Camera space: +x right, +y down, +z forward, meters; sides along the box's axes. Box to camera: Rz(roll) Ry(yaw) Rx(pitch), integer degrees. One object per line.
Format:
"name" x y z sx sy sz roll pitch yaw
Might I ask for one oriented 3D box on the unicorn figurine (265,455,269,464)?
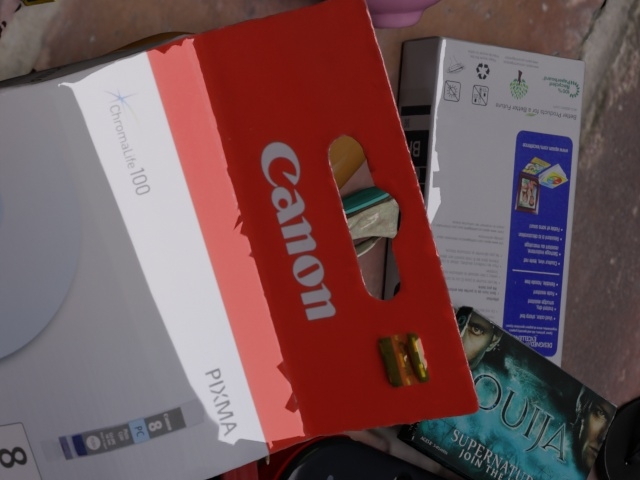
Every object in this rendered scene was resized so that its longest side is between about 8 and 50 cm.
"unicorn figurine" -0.013 0.113 1.563 0.111 0.060 0.162 10 70 -32

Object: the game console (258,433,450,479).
"game console" 0.038 0.381 1.600 0.342 0.060 0.387 26 78 -31

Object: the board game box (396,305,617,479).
"board game box" 0.162 0.153 1.615 0.186 0.026 0.126 33 74 -29

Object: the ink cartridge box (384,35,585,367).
"ink cartridge box" 0.139 -0.002 1.650 0.165 0.065 0.333 7 87 -33

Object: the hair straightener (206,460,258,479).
"hair straightener" -0.081 0.227 1.502 0.047 0.089 0.230 1 74 -48

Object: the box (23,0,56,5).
"box" -0.168 -0.249 1.446 0.169 0.054 0.059 -43 113 -25

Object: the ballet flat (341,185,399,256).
"ballet flat" 0.000 0.000 1.565 0.168 0.057 0.052 -17 111 -31

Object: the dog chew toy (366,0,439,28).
"dog chew toy" 0.050 -0.335 1.507 0.206 0.206 0.332 -11 105 -32

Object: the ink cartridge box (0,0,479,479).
"ink cartridge box" -0.116 0.024 1.314 0.091 0.385 0.308 -41 118 -64

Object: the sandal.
"sandal" 0.328 0.169 1.790 0.179 0.040 0.067 -36 110 -27

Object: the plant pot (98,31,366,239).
"plant pot" -0.062 -0.076 1.451 0.188 0.205 0.205 -33 109 -45
